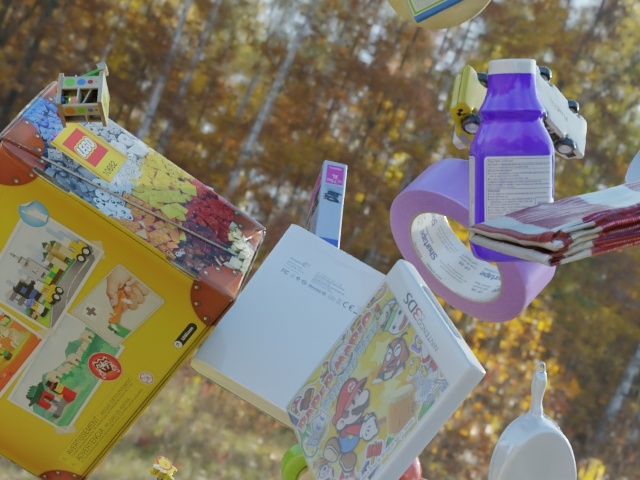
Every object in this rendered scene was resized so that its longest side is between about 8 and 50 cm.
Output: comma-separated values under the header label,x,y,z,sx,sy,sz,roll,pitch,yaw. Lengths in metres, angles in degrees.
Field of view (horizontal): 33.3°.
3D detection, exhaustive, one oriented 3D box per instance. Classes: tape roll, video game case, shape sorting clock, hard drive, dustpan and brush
label,x,y,z,sx,sy,sz,roll,pitch,yaw
tape roll,0.245,0.002,1.745,0.275,0.090,0.275,35,-28,22
video game case,0.058,0.159,1.123,0.026,0.227,0.206,27,18,-29
shape sorting clock,0.196,-0.445,1.736,0.206,0.206,0.040,17,9,19
hard drive,-0.032,0.133,1.684,0.210,0.319,0.040,30,-39,6
dustpan and brush,0.326,0.291,1.612,0.147,0.211,0.060,6,10,-20

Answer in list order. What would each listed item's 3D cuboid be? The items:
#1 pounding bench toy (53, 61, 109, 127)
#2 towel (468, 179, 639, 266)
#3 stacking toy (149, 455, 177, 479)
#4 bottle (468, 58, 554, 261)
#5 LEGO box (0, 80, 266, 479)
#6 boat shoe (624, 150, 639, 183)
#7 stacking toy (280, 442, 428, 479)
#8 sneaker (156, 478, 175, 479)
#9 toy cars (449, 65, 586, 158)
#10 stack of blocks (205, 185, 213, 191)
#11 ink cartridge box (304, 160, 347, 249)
label,x,y,z,sx,sy,sz,roll,pitch,yaw
pounding bench toy,-0.312,-0.195,1.394,0.065,0.083,0.052,-1,-33,-3
towel,0.319,-0.043,0.976,0.329,0.037,0.237,-15,6,-7
stacking toy,-0.356,0.526,2.018,0.052,0.167,0.221,35,20,-7
bottle,0.269,-0.112,1.507,0.118,0.283,0.092,-2,5,-9
LEGO box,-0.379,0.088,1.561,0.372,0.500,0.193,36,31,-10
boat shoe,0.597,-0.145,1.757,0.096,0.267,0.088,40,-16,19
stacking toy,0.082,0.475,1.931,0.279,0.130,0.309,-15,-55,9
sneaker,-0.296,0.556,2.151,0.078,0.188,0.067,-20,19,-28
toy cars,0.315,-0.198,1.764,0.087,0.176,0.393,-16,-2,40
stack of blocks,-0.347,-0.070,1.817,0.297,0.087,0.171,20,-22,-9
ink cartridge box,0.000,0.000,2.328,0.065,0.311,0.186,10,-39,-8
